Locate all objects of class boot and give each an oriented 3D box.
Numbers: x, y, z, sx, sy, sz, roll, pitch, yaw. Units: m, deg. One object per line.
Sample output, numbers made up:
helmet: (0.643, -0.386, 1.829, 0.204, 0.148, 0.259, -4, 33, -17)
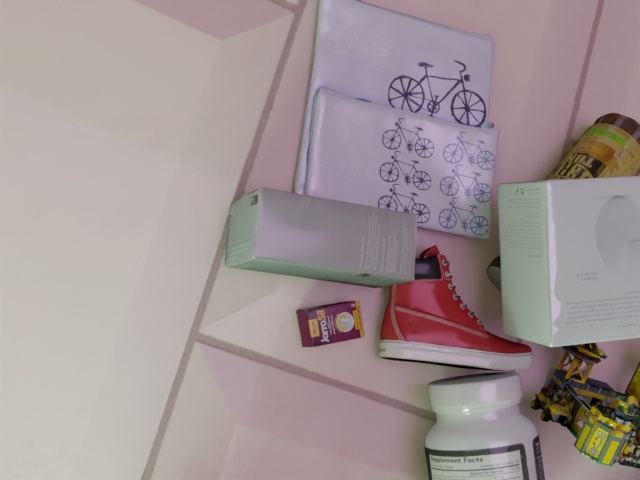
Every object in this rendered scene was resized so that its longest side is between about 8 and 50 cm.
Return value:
boot: (0.209, 0.100, 1.349, 0.244, 0.088, 0.176, 11, 78, -18)

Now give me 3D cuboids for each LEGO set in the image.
LEGO set: (0.504, 0.221, 1.362, 0.331, 0.255, 0.192, 19, 104, -8)

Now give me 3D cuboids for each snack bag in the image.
snack bag: (0.130, -0.190, 1.376, 0.323, 0.037, 0.342, 11, 79, -21)

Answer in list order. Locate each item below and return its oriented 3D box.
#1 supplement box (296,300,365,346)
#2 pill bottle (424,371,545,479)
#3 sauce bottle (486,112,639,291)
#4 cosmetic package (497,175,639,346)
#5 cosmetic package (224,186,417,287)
supplement box: (0.014, 0.117, 1.285, 0.083, 0.043, 0.055, -9, 89, -23)
pill bottle: (0.234, 0.333, 1.288, 0.162, 0.162, 0.278, -5, 85, -23)
sauce bottle: (0.388, -0.054, 1.426, 0.111, 0.111, 0.344, 46, 69, -11)
cosmetic package: (0.383, 0.023, 1.295, 0.224, 0.138, 0.224, -3, 92, -18)
cosmetic package: (0.000, 0.000, 1.250, 0.238, 0.127, 0.107, 6, 81, -20)
